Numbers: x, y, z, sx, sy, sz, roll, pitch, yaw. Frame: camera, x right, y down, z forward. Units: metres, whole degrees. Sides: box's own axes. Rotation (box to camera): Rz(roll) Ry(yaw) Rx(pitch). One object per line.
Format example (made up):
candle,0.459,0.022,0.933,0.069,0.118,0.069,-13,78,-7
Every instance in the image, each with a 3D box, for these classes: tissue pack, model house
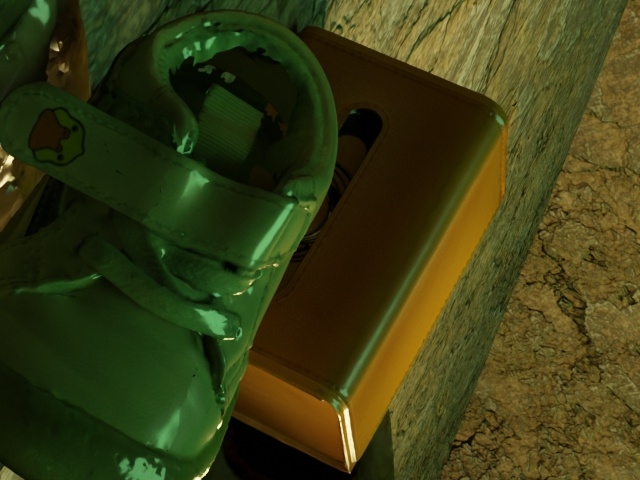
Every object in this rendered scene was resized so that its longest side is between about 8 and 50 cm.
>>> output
tissue pack,0.000,0.000,1.203,0.274,0.194,0.145,-59,162,-23
model house,-0.024,0.170,1.367,0.239,0.173,0.268,80,8,-70

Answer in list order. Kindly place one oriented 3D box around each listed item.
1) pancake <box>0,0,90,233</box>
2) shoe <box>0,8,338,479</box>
pancake,-0.203,0.033,0.711,0.387,0.082,0.387,-61,170,-18
shoe,-0.078,-0.008,0.707,0.262,0.140,0.128,-66,178,-45
